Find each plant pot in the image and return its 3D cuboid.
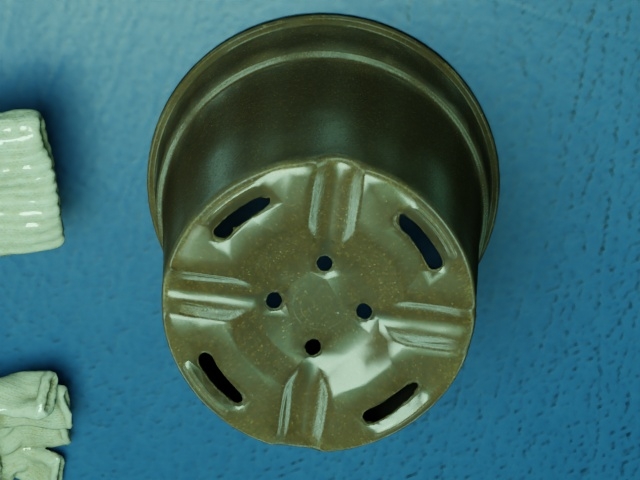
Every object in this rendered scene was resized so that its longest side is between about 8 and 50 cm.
[{"bbox_3d":[0.000,0.000,0.845,0.167,0.165,0.167,0,109,1],"label":"plant pot"}]

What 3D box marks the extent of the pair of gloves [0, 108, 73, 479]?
[{"bbox_3d":[-0.217,0.043,0.901,0.204,0.042,0.240,3,127,-2],"label":"pair of gloves"}]
